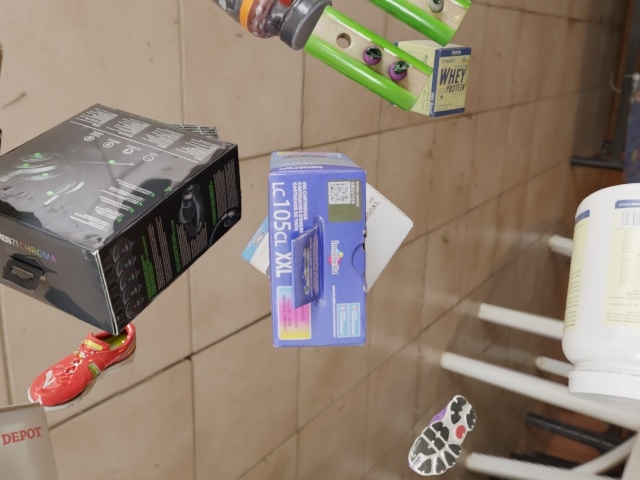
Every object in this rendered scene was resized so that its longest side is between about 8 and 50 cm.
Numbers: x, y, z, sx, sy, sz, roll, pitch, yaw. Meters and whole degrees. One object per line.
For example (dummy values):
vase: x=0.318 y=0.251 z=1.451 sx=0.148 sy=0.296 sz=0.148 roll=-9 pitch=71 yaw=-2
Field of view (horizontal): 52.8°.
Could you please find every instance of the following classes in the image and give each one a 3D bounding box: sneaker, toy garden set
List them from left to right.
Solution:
sneaker: x=-0.516 y=0.258 z=1.409 sx=0.279 sy=0.107 sz=0.118 roll=-39 pitch=155 yaw=-51
toy garden set: x=0.052 y=-0.268 z=0.541 sx=0.244 sy=0.203 sz=0.049 roll=-61 pitch=-174 yaw=0
sneaker: x=0.192 y=0.322 z=1.040 sx=0.169 sy=0.068 sz=0.071 roll=-29 pitch=164 yaw=-45

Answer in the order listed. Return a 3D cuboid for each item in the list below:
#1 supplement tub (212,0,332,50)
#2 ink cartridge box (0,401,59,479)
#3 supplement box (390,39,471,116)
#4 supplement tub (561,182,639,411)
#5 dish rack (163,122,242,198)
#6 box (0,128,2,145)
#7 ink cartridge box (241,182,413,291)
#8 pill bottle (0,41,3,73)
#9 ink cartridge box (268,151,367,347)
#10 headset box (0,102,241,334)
supplement tub: x=-0.081 y=-0.308 z=0.743 sx=0.106 sy=0.198 sz=0.106 roll=-48 pitch=173 yaw=-8
ink cartridge box: x=-0.518 y=0.459 z=0.958 sx=0.279 sy=0.160 sz=0.385 roll=43 pitch=30 yaw=-76
supplement box: x=0.139 y=-0.209 z=0.824 sx=0.056 sy=0.083 sz=0.083 roll=-15 pitch=119 yaw=-33
supplement tub: x=0.513 y=0.097 z=1.018 sx=0.235 sy=0.235 sz=0.325 roll=34 pitch=64 yaw=-56
dish rack: x=-0.292 y=-0.175 z=1.369 sx=0.208 sy=0.272 sz=0.074 roll=-1 pitch=123 yaw=-24
box: x=-0.451 y=-0.043 z=0.648 sx=0.059 sy=0.232 sz=0.184 roll=84 pitch=-7 yaw=-55
ink cartridge box: x=0.000 y=0.000 z=1.543 sx=0.166 sy=0.395 sz=0.286 roll=36 pitch=86 yaw=-24
pill bottle: x=-0.646 y=-0.326 z=1.161 sx=0.131 sy=0.131 sz=0.230 roll=33 pitch=46 yaw=-56
ink cartridge box: x=-0.010 y=0.002 z=1.051 sx=0.395 sy=0.151 sz=0.270 roll=-113 pitch=-159 yaw=-77
headset box: x=-0.280 y=-0.039 z=0.821 sx=0.283 sy=0.246 sz=0.131 roll=-50 pitch=151 yaw=-46
